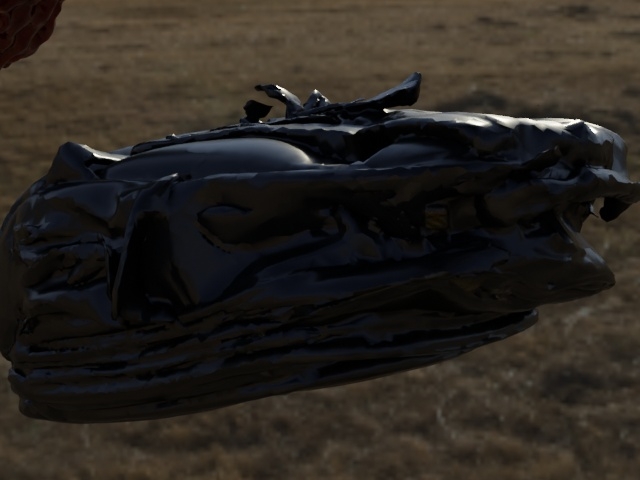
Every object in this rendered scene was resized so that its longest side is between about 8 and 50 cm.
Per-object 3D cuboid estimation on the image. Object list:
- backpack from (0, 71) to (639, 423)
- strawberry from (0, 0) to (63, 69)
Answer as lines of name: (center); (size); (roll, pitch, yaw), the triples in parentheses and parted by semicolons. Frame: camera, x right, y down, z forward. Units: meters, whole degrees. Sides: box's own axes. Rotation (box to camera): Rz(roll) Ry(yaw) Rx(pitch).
backpack: (0.000, 0.000, 0.506); (0.258, 0.133, 0.206); (-5, 6, 40)
strawberry: (-0.203, -0.195, 0.699); (0.205, 0.205, 0.244); (-11, -3, -32)
